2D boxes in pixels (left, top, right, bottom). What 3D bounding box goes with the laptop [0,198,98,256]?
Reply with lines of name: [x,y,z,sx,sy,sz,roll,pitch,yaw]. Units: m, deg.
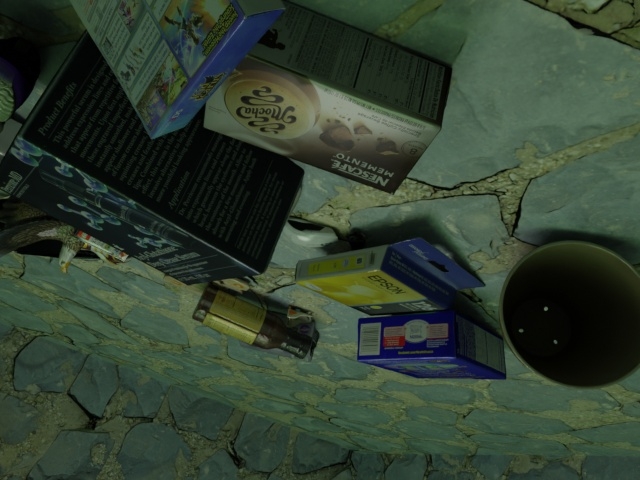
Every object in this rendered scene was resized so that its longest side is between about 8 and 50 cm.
laptop: [-0.734,-0.026,1.499,0.234,0.136,0.264,0,173,26]

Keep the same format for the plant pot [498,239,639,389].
plant pot: [0.459,0.158,1.058,0.257,0.256,0.274,9,167,11]

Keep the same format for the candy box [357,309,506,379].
candy box: [0.289,0.277,1.387,0.268,0.122,0.317,-10,153,36]

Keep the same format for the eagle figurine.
eagle figurine: [-0.573,-0.033,1.189,0.299,0.225,0.226,16,163,-16]

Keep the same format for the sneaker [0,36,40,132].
sneaker: [-0.490,-0.259,0.829,0.102,0.146,0.293,39,160,-30]

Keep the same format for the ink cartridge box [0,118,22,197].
ink cartridge box: [-0.716,-0.172,1.087,0.283,0.117,0.207,-6,158,32]

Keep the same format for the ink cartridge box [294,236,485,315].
ink cartridge box: [0.157,0.096,1.196,0.307,0.072,0.304,-9,153,39]

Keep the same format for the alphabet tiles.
alphabet tiles: [-0.345,0.092,1.515,0.278,0.021,0.284,26,149,-18]

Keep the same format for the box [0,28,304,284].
box: [-0.284,-0.107,0.907,0.396,0.211,0.294,33,154,-28]

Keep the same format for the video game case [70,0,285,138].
video game case: [-0.185,-0.283,0.610,0.270,0.061,0.244,-26,94,51]

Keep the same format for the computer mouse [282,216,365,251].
computer mouse: [0.000,0.000,1.169,0.193,0.042,0.106,14,152,2]

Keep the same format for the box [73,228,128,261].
box: [-0.395,-0.069,1.099,0.114,0.207,0.036,31,-168,-27]

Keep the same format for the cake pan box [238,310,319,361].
cake pan box: [-0.141,0.306,1.749,0.267,0.070,0.245,11,153,7]

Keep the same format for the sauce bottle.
sauce bottle: [-0.191,0.245,1.553,0.345,0.111,0.111,27,149,-10]

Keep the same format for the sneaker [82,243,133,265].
sneaker: [-0.577,0.004,1.431,0.084,0.069,0.185,-14,147,27]

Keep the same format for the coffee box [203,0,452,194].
coffee box: [0.005,-0.195,0.743,0.297,0.118,0.168,19,150,-7]

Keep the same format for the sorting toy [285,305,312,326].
sorting toy: [-0.062,0.226,1.601,0.075,0.044,0.083,9,151,-4]

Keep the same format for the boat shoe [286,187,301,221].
boat shoe: [-0.091,-0.064,1.085,0.063,0.066,0.184,35,152,1]
